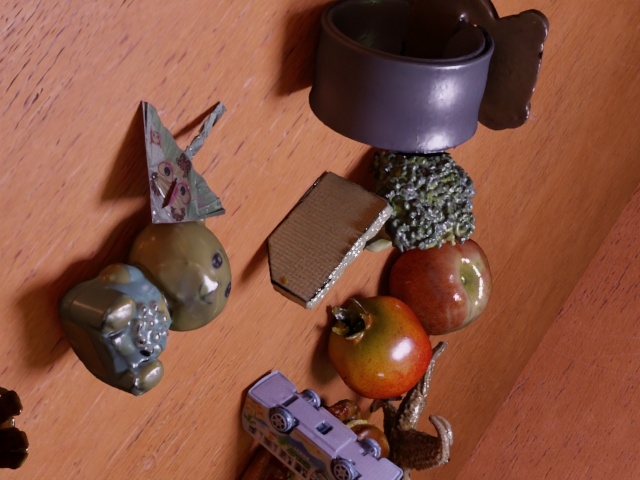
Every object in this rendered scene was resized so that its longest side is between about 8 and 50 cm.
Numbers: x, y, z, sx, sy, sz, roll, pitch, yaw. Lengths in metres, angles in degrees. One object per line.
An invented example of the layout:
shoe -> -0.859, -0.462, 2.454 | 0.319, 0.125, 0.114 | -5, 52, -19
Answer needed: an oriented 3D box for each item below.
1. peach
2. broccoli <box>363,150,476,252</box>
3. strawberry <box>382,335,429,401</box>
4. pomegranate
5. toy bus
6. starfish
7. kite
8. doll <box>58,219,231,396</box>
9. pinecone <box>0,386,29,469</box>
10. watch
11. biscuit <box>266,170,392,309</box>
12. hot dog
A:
peach -> 0.259, 0.100, 2.457 | 0.232, 0.256, 0.232 | 4, 82, -32
broccoli -> 0.177, -0.055, 2.138 | 0.288, 0.248, 0.245 | -20, 154, -44
strawberry -> 0.170, 0.253, 2.544 | 0.237, 0.111, 0.190 | -65, -172, -17
pomegranate -> 0.113, 0.217, 2.303 | 0.257, 0.221, 0.221 | 46, 72, -36
toy bus -> -0.005, 0.400, 2.111 | 0.109, 0.329, 0.136 | -30, 150, -47
starfish -> 0.207, 0.403, 2.496 | 0.432, 0.082, 0.324 | -90, -159, -61
kite -> -0.188, -0.118, 1.553 | 0.229, 0.012, 0.250 | 60, 39, -37
doll -> -0.237, 0.079, 1.566 | 0.260, 0.161, 0.177 | -42, 126, -33
pinecone -> -0.455, 0.240, 1.290 | 0.229, 0.201, 0.202 | 51, 39, -32
watch -> 0.162, -0.277, 1.760 | 0.327, 0.335, 0.314 | -46, 151, -50
biscuit -> 0.000, 0.000, 1.935 | 0.252, 0.150, 0.052 | -51, 151, -24
hot dog -> -0.006, 0.475, 2.342 | 0.405, 0.185, 0.223 | -31, 143, -47
